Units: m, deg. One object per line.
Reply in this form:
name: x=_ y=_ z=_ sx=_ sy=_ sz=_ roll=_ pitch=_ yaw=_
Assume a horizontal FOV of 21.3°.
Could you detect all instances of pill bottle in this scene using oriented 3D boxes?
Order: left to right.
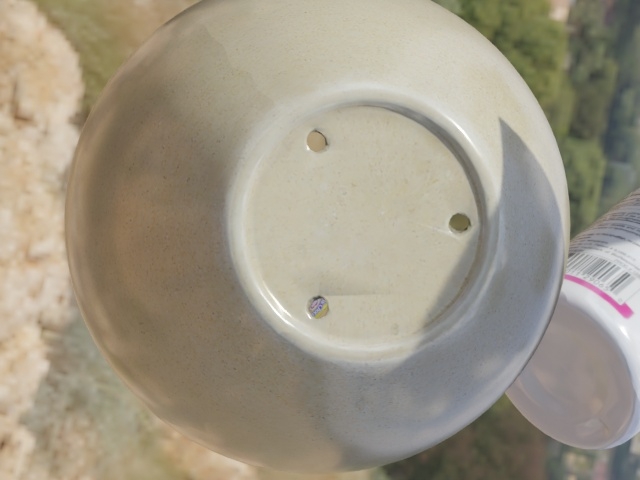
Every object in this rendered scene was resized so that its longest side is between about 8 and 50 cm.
pill bottle: x=0.288 y=0.047 z=1.488 sx=0.283 sy=0.160 sz=0.160 roll=-34 pitch=137 yaw=-38

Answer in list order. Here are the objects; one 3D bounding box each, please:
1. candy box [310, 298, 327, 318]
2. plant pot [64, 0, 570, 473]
candy box: x=0.000 y=0.000 z=1.705 sx=0.206 sy=0.027 sz=0.105 roll=-46 pitch=117 yaw=-25
plant pot: x=0.010 y=-0.007 z=0.883 sx=0.191 sy=0.284 sz=0.284 roll=-171 pitch=-88 yaw=-82
